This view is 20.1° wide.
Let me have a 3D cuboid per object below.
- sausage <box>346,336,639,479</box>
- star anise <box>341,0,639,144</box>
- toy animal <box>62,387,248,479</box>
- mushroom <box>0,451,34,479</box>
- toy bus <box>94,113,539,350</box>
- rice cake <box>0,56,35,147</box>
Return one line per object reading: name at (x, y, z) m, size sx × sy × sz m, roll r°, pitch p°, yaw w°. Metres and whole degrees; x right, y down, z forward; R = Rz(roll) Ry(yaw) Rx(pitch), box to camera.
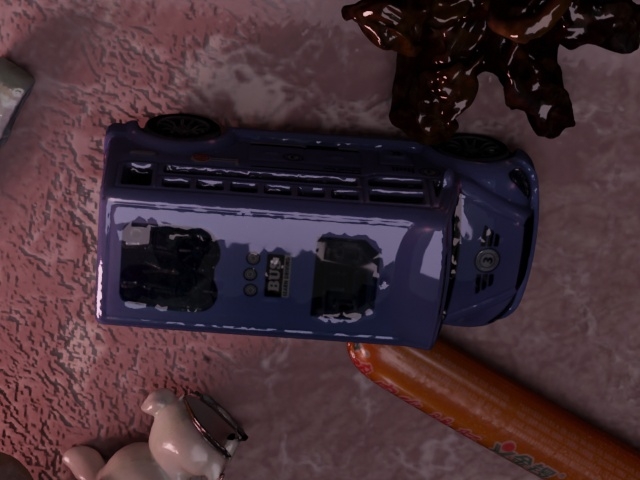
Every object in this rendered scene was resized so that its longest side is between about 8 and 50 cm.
sausage at (0.158, 0.141, 1.295) m, size 0.348 × 0.053 × 0.053 m, roll 30°, pitch 111°, yaw -14°
star anise at (0.109, -0.155, 1.121) m, size 0.190 × 0.126 × 0.220 m, roll -9°, pitch 118°, yaw 7°
toy animal at (-0.121, 0.164, 1.289) m, size 0.124 × 0.071 × 0.085 m, roll -42°, pitch 110°, yaw 16°
mushroom at (-0.219, 0.294, 1.203) m, size 0.314 × 0.314 × 0.336 m, roll -6°, pitch 129°, yaw 1°
toy bus at (0.000, 0.000, 1.182) m, size 0.292 × 0.133 × 0.125 m, roll 4°, pitch 114°, yaw -3°
rice cake at (-0.241, -0.040, 1.212) m, size 0.042 × 0.030 × 0.180 m, roll 32°, pitch 111°, yaw -1°
